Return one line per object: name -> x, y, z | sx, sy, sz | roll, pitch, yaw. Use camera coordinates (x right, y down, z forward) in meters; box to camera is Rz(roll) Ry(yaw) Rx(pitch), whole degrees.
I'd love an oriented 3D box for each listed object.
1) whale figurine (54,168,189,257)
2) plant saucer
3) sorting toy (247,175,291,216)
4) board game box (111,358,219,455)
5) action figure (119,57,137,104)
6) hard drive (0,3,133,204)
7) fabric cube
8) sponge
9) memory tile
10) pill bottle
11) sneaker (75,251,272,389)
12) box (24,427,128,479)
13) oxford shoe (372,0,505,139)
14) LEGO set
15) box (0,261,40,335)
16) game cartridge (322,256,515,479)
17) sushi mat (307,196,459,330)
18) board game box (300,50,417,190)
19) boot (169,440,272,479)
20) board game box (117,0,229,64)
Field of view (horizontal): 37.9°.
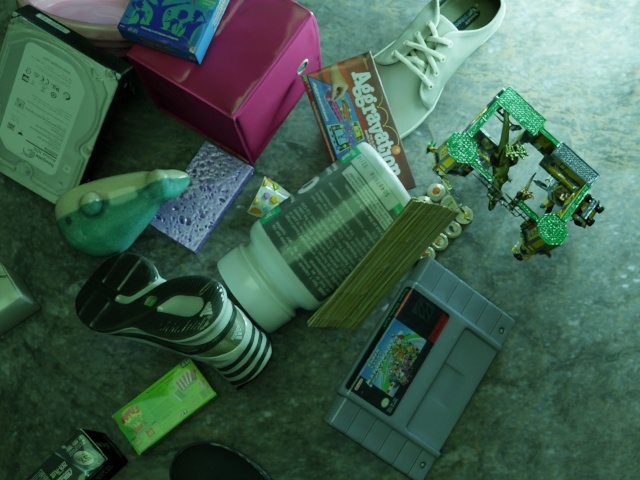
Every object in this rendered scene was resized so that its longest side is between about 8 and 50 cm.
whale figurine -> -0.373, -0.054, 1.782 | 0.272, 0.216, 0.141 | -18, 86, 23
plant saucer -> -0.442, -0.457, 1.885 | 0.332, 0.084, 0.332 | 7, 33, -4
sorting toy -> -0.094, -0.079, 1.866 | 0.075, 0.045, 0.083 | 27, 78, -10
board game box -> -0.292, 0.314, 1.766 | 0.181, 0.043, 0.092 | -38, 75, -7
action figure -> -0.479, -0.324, 1.896 | 0.275, 0.141, 0.164 | -33, 54, -2
hard drive -> -0.523, -0.247, 1.793 | 0.237, 0.064, 0.339 | 32, 123, 0
fabric cube -> -0.177, -0.348, 1.827 | 0.259, 0.254, 0.258 | 32, 78, 11
sponge -> -0.239, -0.089, 1.877 | 0.117, 0.031, 0.210 | 32, 80, 11
memory tile -> 0.219, -0.034, 1.843 | 0.113, 0.012, 0.148 | 43, 81, 13
pill bottle -> 0.000, 0.000, 1.739 | 0.361, 0.204, 0.204 | -37, 76, 2
sneaker -> -0.263, 0.173, 1.724 | 0.447, 0.257, 0.169 | 10, 60, 47
box -> -0.456, 0.433, 1.691 | 0.180, 0.147, 0.077 | -42, 76, -8
oxford shoe -> 0.206, -0.368, 1.874 | 0.169, 0.130, 0.449 | 43, 84, 8
LEGO set -> 0.348, -0.112, 1.762 | 0.331, 0.192, 0.255 | 35, 66, -4
box -> -0.693, 0.163, 1.798 | 0.275, 0.113, 0.094 | -35, 75, -7
game cartridge -> 0.182, 0.234, 1.702 | 0.230, 0.068, 0.355 | 37, 79, -21
sushi mat -> 0.114, 0.048, 1.693 | 0.316, 0.151, 0.019 | -51, 53, 21
board game box -> 0.077, -0.213, 1.830 | 0.145, 0.027, 0.281 | -20, 98, 5
boot -> -0.129, 0.447, 1.512 | 0.367, 0.445, 0.146 | 35, 80, 12
board game box -> -0.253, -0.444, 1.704 | 0.160, 0.047, 0.210 | 20, 77, 10
